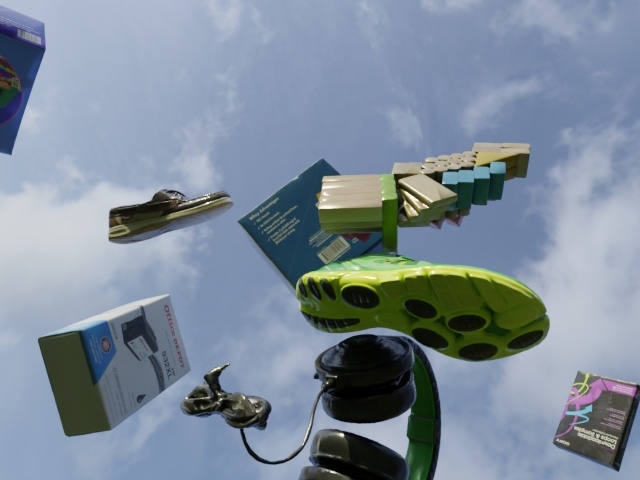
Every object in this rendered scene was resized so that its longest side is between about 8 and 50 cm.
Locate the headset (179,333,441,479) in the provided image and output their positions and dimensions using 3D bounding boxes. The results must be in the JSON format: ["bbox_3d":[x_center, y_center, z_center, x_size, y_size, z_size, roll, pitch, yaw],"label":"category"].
[{"bbox_3d":[0.027,0.233,0.570,0.185,0.394,0.243,-7,-114,37],"label":"headset"}]

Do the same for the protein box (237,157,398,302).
[{"bbox_3d":[0.000,0.000,0.803,0.200,0.136,0.201,-39,-117,-11],"label":"protein box"}]

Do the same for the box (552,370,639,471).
[{"bbox_3d":[0.531,0.340,0.849,0.029,0.116,0.162,37,-109,-22],"label":"box"}]

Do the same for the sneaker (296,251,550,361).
[{"bbox_3d":[0.108,0.056,0.521,0.295,0.123,0.109,4,-64,35],"label":"sneaker"}]

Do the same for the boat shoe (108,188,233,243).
[{"bbox_3d":[-0.337,-0.069,0.975,0.285,0.103,0.092,-17,-97,5],"label":"boat shoe"}]

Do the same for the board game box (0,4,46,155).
[{"bbox_3d":[-0.623,-0.271,0.633,0.233,0.347,0.078,-45,-127,32],"label":"board game box"}]

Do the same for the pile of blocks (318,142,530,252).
[{"bbox_3d":[0.166,-0.048,0.652,0.362,0.149,0.112,-15,-57,-13],"label":"pile of blocks"}]

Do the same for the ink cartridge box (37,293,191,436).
[{"bbox_3d":[-0.467,0.277,1.051,0.129,0.307,0.223,-14,-87,16],"label":"ink cartridge box"}]
